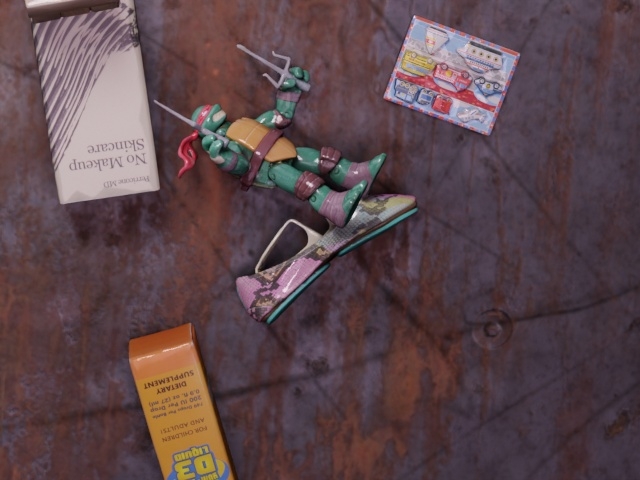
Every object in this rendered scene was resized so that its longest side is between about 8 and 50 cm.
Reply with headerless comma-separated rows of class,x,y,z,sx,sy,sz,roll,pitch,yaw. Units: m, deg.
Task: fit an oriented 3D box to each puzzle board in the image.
puzzle board,0.144,-0.179,1.832,0.128,0.011,0.096,18,100,-13

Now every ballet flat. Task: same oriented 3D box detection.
ballet flat,0.000,0.000,1.826,0.221,0.077,0.079,-37,86,1

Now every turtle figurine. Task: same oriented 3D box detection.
turtle figurine,-0.055,-0.105,1.768,0.234,0.175,0.118,29,142,3

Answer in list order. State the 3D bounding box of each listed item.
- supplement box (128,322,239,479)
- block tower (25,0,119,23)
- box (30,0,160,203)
supplement box,-0.144,0.215,1.845,0.078,0.080,0.233,-16,107,-2
block tower,-0.270,-0.371,1.617,0.091,0.097,0.336,-12,79,-6
box,-0.237,-0.183,1.729,0.113,0.094,0.275,-10,104,-6
